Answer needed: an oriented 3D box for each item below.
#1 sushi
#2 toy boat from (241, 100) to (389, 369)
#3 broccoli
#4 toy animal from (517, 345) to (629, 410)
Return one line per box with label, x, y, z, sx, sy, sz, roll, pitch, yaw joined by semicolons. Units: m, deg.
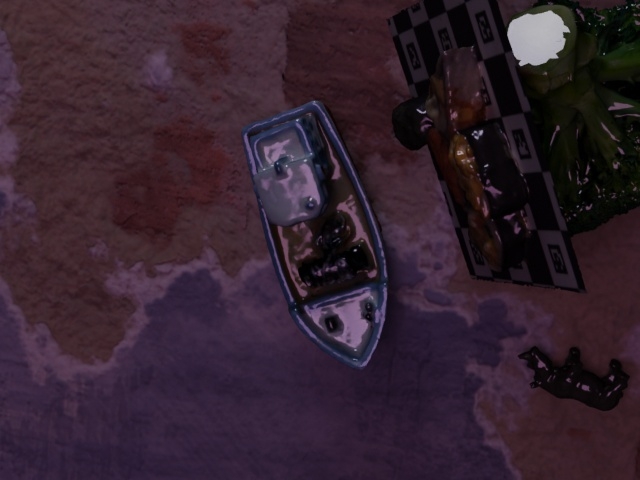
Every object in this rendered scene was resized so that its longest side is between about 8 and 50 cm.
sushi;0.148;-0.100;1.455;0.064;0.359;0.343;-19;95;-11
toy boat;0.000;0.000;1.623;0.145;0.133;0.332;-18;95;17
broccoli;0.289;-0.164;1.440;0.297;0.297;0.298;-10;61;19
toy animal;0.307;0.167;1.612;0.135;0.047;0.065;18;112;6
